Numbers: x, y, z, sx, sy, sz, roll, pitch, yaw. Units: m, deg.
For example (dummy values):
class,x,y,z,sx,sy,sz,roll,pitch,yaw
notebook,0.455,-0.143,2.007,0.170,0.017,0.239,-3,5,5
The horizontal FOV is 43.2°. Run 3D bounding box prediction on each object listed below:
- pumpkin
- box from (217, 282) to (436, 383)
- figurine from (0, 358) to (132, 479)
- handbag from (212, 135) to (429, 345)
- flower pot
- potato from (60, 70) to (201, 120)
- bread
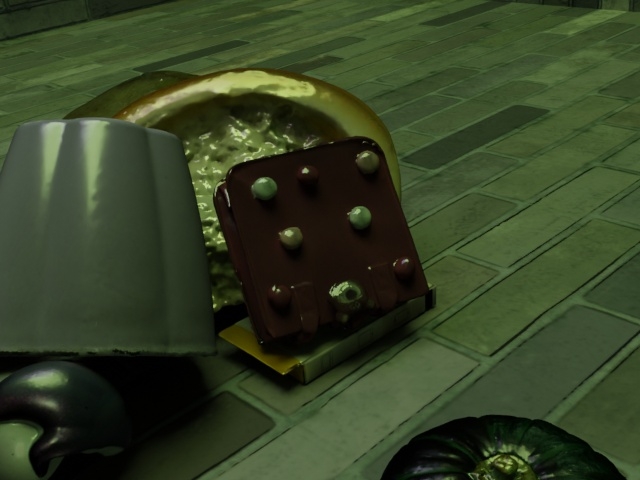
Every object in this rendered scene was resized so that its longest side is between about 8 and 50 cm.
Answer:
class,x,y,z,sx,sy,sz,roll,pitch,yaw
pumpkin,0.134,0.211,0.594,0.202,0.140,0.202,-7,26,4
box,0.011,0.093,0.974,0.247,0.033,0.129,-25,33,-34
figurine,-0.290,0.171,0.754,0.222,0.145,0.145,-10,26,2
handbag,0.001,-0.001,0.912,0.203,0.216,0.074,-14,-11,-21
flower pot,-0.235,0.006,0.855,0.265,0.243,0.265,2,-6,0
potato,-0.295,-0.147,1.309,0.359,0.219,0.270,-25,25,-25
bread,-0.105,-0.042,1.080,0.424,0.245,0.329,-12,68,-3
